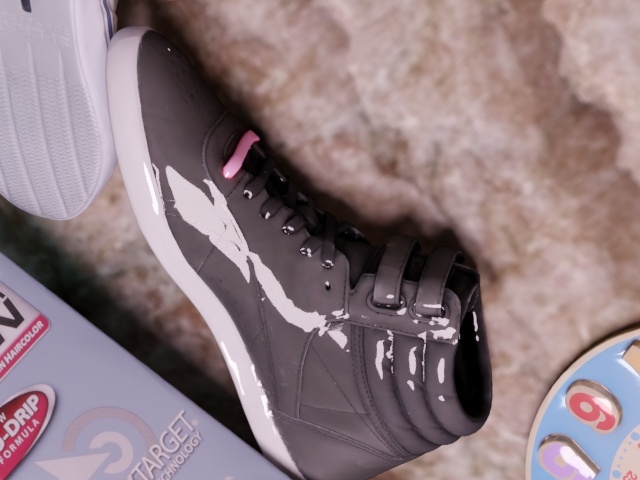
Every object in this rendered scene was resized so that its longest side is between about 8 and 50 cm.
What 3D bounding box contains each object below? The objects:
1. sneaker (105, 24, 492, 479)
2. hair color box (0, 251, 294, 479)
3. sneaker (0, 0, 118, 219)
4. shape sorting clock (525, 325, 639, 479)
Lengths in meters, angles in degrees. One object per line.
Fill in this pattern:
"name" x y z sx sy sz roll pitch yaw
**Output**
"sneaker" 0.000 0.000 0.897 0.147 0.104 0.295 -17 110 24
"hair color box" -0.090 0.189 0.956 0.374 0.113 0.185 37 148 2
"sneaker" -0.140 -0.120 0.907 0.094 0.091 0.258 19 137 8
"shape sorting clock" 0.212 0.141 0.904 0.206 0.040 0.206 7 113 17
